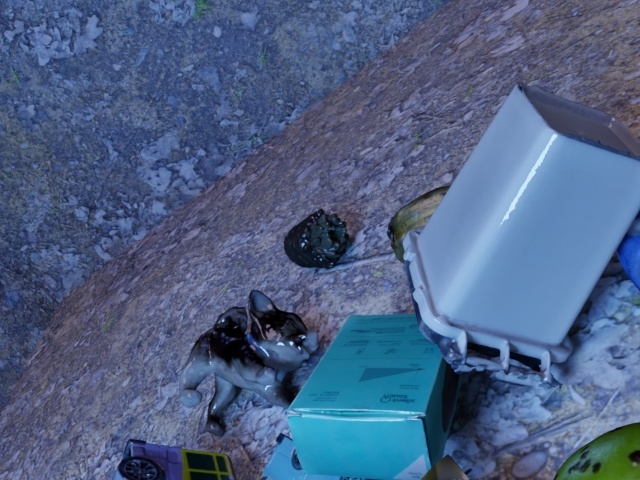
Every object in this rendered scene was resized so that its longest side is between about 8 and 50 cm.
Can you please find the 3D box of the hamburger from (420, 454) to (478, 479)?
[{"bbox_3d":[0.155,0.398,0.733,0.243,0.138,0.262,-46,42,3],"label":"hamburger"}]

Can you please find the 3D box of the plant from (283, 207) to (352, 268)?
[{"bbox_3d":[0.000,0.000,1.635,0.194,0.132,0.129,-17,38,51],"label":"plant"}]

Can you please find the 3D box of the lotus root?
[{"bbox_3d":[0.264,-0.040,1.302,0.278,0.154,0.154,-32,27,29],"label":"lotus root"}]

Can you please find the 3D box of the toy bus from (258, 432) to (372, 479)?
[{"bbox_3d":[0.008,0.421,0.964,0.271,0.133,0.165,6,58,55],"label":"toy bus"}]

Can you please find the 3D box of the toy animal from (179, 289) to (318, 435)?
[{"bbox_3d":[-0.149,0.243,1.398,0.344,0.194,0.303,-20,39,30],"label":"toy animal"}]

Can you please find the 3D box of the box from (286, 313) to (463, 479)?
[{"bbox_3d":[0.102,0.228,0.972,0.205,0.118,0.311,-7,17,23],"label":"box"}]

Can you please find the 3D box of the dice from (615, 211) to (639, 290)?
[{"bbox_3d":[0.510,-0.008,0.892,0.146,0.143,0.146,-24,31,35],"label":"dice"}]

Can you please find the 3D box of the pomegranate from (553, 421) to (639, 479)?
[{"bbox_3d":[0.315,0.306,0.569,0.230,0.231,0.286,-19,5,41],"label":"pomegranate"}]

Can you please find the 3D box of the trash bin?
[{"bbox_3d":[0.299,-0.006,0.906,0.296,0.255,0.368,-90,20,-56],"label":"trash bin"}]

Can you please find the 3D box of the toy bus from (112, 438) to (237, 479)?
[{"bbox_3d":[-0.223,0.535,0.978,0.209,0.249,0.440,-69,23,11],"label":"toy bus"}]
